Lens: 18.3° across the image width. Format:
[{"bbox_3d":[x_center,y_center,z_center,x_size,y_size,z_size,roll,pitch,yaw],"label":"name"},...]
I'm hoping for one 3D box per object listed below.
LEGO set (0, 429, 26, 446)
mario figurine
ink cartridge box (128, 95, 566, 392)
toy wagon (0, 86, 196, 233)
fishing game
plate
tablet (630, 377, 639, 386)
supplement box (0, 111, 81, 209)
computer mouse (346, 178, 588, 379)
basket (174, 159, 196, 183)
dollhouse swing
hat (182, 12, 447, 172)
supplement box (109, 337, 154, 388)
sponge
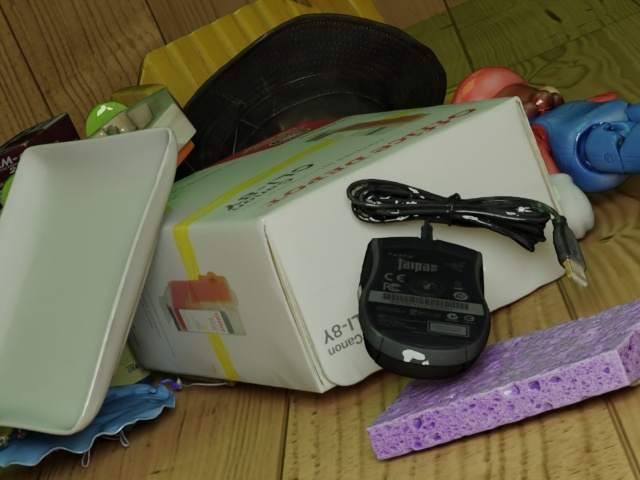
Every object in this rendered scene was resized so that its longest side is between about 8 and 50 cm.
[{"bbox_3d":[-0.258,0.157,1.776,0.054,0.023,0.083,-12,11,41],"label":"LEGO set"},{"bbox_3d":[0.246,-0.067,1.835,0.198,0.170,0.320,13,-4,-40],"label":"mario figurine"},{"bbox_3d":[0.000,0.000,1.783,0.279,0.160,0.384,-26,12,-26],"label":"ink cartridge box"},{"bbox_3d":[-0.278,-0.029,2.024,0.344,0.068,0.267,-39,15,1],"label":"toy wagon"},{"bbox_3d":[-0.215,0.175,1.792,0.264,0.041,0.189,-22,9,-30],"label":"fishing game"},{"bbox_3d":[-0.227,0.041,1.766,0.278,0.045,0.277,-4,65,54],"label":"plate"},{"bbox_3d":[0.246,0.076,1.375,0.083,0.006,0.054,-24,11,1],"label":"tablet"},{"bbox_3d":[-0.284,-0.011,2.248,0.073,0.239,0.130,-20,12,21],"label":"supplement box"},{"bbox_3d":[0.112,0.042,1.492,0.184,0.060,0.262,5,29,-5],"label":"computer mouse"},{"bbox_3d":[-0.212,0.046,2.071,0.227,0.154,0.204,-29,52,13],"label":"basket"},{"bbox_3d":[-0.020,-0.197,2.484,0.347,0.315,0.305,-30,-8,-26],"label":"dollhouse swing"},{"bbox_3d":[-0.005,-0.083,2.141,0.331,0.331,0.134,-23,49,6],"label":"hat"},{"bbox_3d":[-0.221,0.118,1.935,0.083,0.083,0.056,-29,13,-22],"label":"supplement box"},{"bbox_3d":[0.141,0.097,1.411,0.210,0.031,0.117,-20,10,32],"label":"sponge"}]
